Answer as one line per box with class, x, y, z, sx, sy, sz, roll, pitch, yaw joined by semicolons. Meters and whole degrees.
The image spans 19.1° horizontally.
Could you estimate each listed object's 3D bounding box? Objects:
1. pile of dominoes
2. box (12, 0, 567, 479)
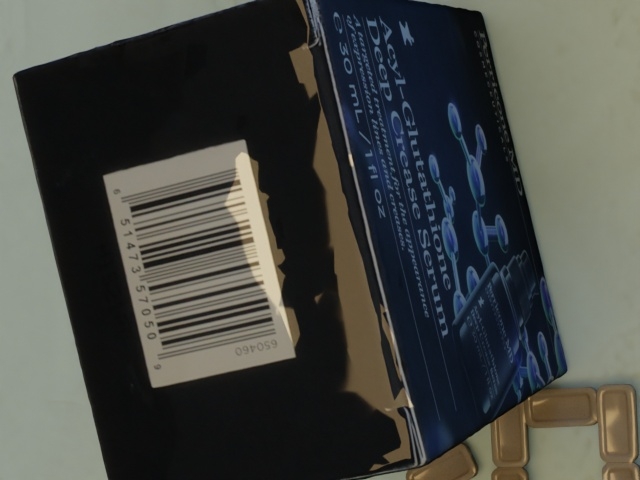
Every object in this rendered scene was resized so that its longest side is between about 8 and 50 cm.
pile of dominoes;0.161;0.239;1.465;0.196;0.040;0.251;-4;85;27
box;0.000;0.000;1.307;0.212;0.395;0.293;-14;90;20
